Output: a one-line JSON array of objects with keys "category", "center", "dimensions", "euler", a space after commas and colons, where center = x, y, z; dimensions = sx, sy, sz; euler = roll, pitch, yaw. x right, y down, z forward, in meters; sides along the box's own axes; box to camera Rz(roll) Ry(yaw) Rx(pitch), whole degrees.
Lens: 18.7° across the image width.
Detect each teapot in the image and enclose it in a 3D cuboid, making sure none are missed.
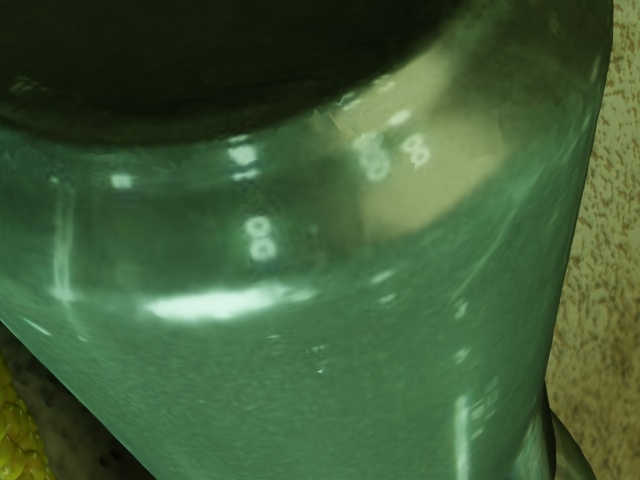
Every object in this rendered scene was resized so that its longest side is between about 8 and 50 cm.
[{"category": "teapot", "center": [0.000, 0.000, 0.764], "dimensions": [0.344, 0.253, 0.300], "euler": [76, 26, -44]}]

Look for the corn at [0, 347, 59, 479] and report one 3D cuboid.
[{"category": "corn", "center": [-0.143, 0.117, 0.753], "dimensions": [0.102, 0.102, 0.313], "euler": [-41, 124, -32]}]
